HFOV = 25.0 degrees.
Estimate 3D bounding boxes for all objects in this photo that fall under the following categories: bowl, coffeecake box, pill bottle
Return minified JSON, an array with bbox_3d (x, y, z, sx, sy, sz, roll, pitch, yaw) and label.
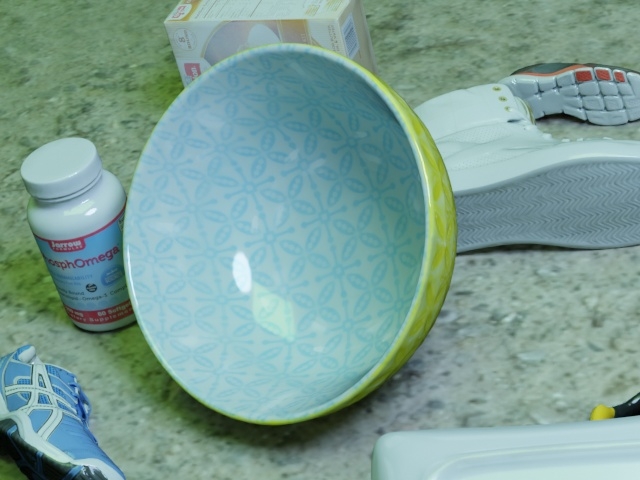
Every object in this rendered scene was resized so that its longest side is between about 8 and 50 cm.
[{"bbox_3d":[0.000,0.000,1.148,0.289,0.289,0.156,14,3,33],"label":"bowl"},{"bbox_3d":[-0.043,-0.173,1.423,0.186,0.142,0.068,3,40,23],"label":"coffeecake box"},{"bbox_3d":[-0.202,-0.006,1.249,0.087,0.160,0.087,-10,37,8],"label":"pill bottle"}]

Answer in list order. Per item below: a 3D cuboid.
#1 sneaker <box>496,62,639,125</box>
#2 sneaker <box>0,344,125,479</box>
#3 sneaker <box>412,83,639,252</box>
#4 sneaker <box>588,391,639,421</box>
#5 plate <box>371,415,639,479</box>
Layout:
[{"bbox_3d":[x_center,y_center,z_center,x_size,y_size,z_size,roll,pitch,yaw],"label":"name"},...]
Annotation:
[{"bbox_3d":[0.244,-0.150,1.363,0.158,0.061,0.065,4,35,24],"label":"sneaker"},{"bbox_3d":[-0.214,0.140,1.131,0.081,0.080,0.211,-39,44,-23],"label":"sneaker"},{"bbox_3d":[0.193,-0.078,1.246,0.293,0.108,0.169,-3,42,18],"label":"sneaker"},{"bbox_3d":[0.280,0.118,0.972,0.225,0.092,0.088,-22,37,-10],"label":"sneaker"},{"bbox_3d":[0.159,0.223,0.853,0.277,0.045,0.278,-6,57,13],"label":"plate"}]
